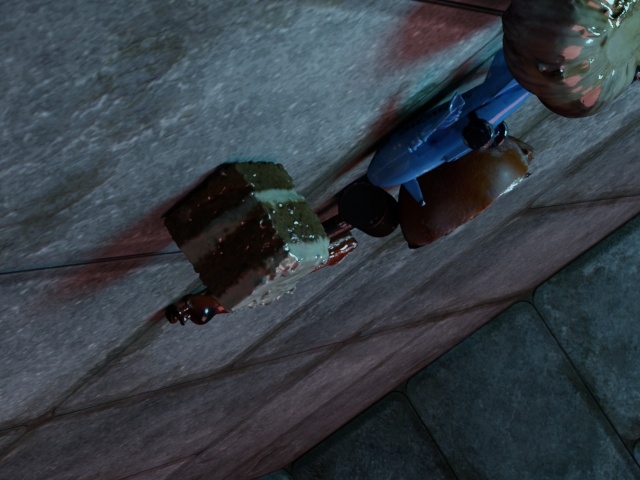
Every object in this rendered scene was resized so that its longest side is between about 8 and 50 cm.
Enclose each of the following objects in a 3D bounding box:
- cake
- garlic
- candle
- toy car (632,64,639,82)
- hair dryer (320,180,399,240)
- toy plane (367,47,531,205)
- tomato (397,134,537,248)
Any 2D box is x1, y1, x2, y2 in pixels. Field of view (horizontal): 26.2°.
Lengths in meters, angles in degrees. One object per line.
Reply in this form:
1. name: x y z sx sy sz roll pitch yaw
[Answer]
1. cake: -0.083 -0.003 1.649 0.135 0.147 0.134 -37 165 26
2. garlic: 0.297 -0.268 1.556 0.245 0.160 0.245 -27 140 -26
3. candle: -0.079 0.058 2.061 0.329 0.051 0.048 -24 167 -28
4. toy car: 0.406 -0.249 2.020 0.103 0.063 0.216 -37 159 18
5. hair dryer: 0.000 0.000 2.014 0.248 0.071 0.114 -31 166 11
6. toy plane: 0.178 -0.147 1.819 0.271 0.105 0.254 -41 170 20
7. tomato: 0.191 -0.091 1.954 0.228 0.112 0.199 -38 -172 0
